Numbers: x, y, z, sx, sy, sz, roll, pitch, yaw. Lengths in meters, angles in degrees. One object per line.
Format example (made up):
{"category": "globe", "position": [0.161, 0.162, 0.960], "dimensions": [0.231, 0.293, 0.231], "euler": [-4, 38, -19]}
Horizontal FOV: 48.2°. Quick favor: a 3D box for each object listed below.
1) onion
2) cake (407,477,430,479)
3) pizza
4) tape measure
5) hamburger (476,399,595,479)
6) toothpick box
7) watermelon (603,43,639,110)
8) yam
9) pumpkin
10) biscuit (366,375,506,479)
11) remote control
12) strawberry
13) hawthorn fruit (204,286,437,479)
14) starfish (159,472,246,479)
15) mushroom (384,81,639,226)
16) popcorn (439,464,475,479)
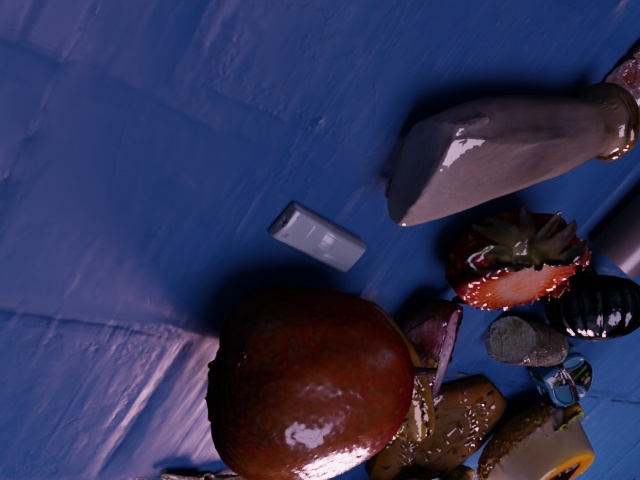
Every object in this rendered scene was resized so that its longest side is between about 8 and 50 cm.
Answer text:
{"category": "onion", "position": [0.187, 0.183, 1.282], "dimensions": [0.151, 0.098, 0.206], "euler": [-37, 141, -58]}
{"category": "cake", "position": [0.218, 0.702, 1.592], "dimensions": [0.290, 0.256, 0.282], "euler": [-32, 135, 32]}
{"category": "pizza", "position": [0.046, 0.222, 1.201], "dimensions": [0.287, 0.074, 0.251], "euler": [-2, 102, 5]}
{"category": "tape measure", "position": [0.549, 0.304, 1.612], "dimensions": [0.125, 0.081, 0.146], "euler": [-36, 115, -13]}
{"category": "hamburger", "position": [0.501, 0.503, 1.694], "dimensions": [0.294, 0.179, 0.276], "euler": [-26, 146, -14]}
{"category": "toothpick box", "position": [0.618, -0.026, 1.357], "dimensions": [0.111, 0.111, 0.181], "euler": [26, 112, -44]}
{"category": "watermelon", "position": [0.498, -0.248, 1.132], "dimensions": [0.094, 0.081, 0.180], "euler": [36, 99, -20]}
{"category": "yam", "position": [0.431, 0.208, 1.457], "dimensions": [0.183, 0.107, 0.107], "euler": [12, 120, -41]}
{"category": "pumpkin", "position": [0.539, 0.131, 1.401], "dimensions": [0.194, 0.194, 0.150], "euler": [9, 102, -37]}
{"category": "biscuit", "position": [0.262, 0.437, 1.592], "dimensions": [0.359, 0.046, 0.359], "euler": [-17, 133, -18]}
{"category": "remote control", "position": [0.000, 0.000, 1.049], "dimensions": [0.162, 0.029, 0.061], "euler": [26, 109, -43]}
{"category": "strawberry", "position": [0.321, 0.035, 1.236], "dimensions": [0.233, 0.138, 0.306], "euler": [-13, 162, 3]}
{"category": "hawthorn fruit", "position": [0.008, 0.206, 1.048], "dimensions": [0.369, 0.285, 0.285], "euler": [-4, 129, -23]}
{"category": "starfish", "position": [-0.220, 0.483, 1.325], "dimensions": [0.247, 0.050, 0.138], "euler": [22, 115, -39]}
{"category": "mushroom", "position": [0.278, -0.144, 1.021], "dimensions": [0.407, 0.137, 0.154], "euler": [-19, 123, -20]}
{"category": "popcorn", "position": [0.335, 0.595, 1.752], "dimensions": [0.097, 0.089, 0.109], "euler": [-60, 156, -26]}
